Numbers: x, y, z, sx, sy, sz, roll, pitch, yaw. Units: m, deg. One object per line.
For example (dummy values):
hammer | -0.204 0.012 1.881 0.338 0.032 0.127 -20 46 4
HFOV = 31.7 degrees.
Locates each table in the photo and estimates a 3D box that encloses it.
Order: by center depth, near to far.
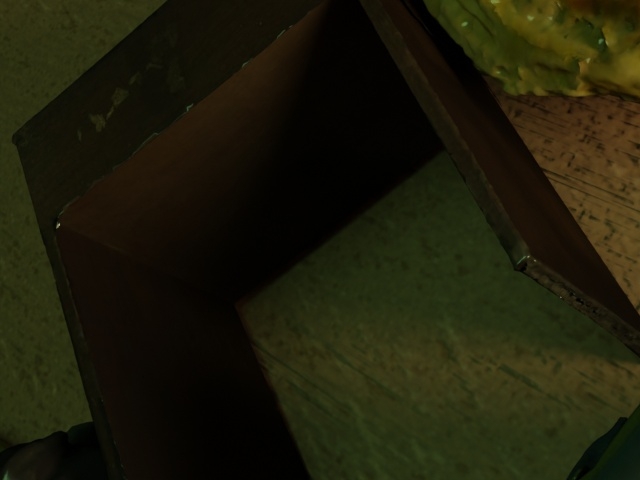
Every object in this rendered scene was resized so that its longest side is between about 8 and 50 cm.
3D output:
table | 0.000 0.000 0.657 0.250 0.196 0.282 -37 54 16

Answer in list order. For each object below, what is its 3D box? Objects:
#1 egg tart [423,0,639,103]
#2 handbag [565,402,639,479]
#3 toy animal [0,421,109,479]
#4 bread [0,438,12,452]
egg tart | 0.239 -0.195 0.591 0.339 0.153 0.352 39 94 41
handbag | 0.193 0.170 0.396 0.222 0.241 0.263 37 95 41
toy animal | -0.132 0.276 0.642 0.106 0.168 0.343 -2 82 34
bread | -0.281 0.198 0.851 0.156 0.064 0.118 12 78 41
